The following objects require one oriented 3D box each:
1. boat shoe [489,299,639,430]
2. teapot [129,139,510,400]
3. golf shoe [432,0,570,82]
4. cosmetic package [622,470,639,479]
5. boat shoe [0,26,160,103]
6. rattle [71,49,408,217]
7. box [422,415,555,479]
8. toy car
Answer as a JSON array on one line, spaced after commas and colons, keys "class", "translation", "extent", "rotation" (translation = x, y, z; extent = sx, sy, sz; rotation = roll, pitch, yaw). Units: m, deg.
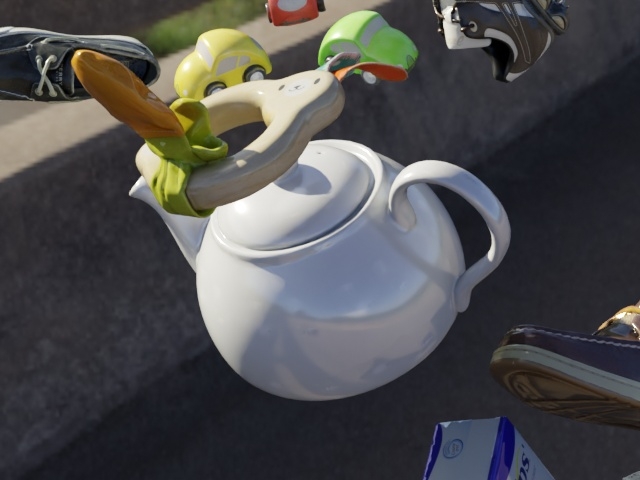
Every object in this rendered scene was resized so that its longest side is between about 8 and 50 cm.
[{"class": "boat shoe", "translation": [0.301, 0.109, 1.140], "extent": [0.342, 0.123, 0.123], "rotation": [15, -17, -27]}, {"class": "teapot", "translation": [0.000, 0.000, 1.050], "extent": [0.256, 0.187, 0.252], "rotation": [-27, 37, -7]}, {"class": "golf shoe", "translation": [0.126, -0.215, 1.049], "extent": [0.094, 0.198, 0.077], "rotation": [-55, 21, -5]}, {"class": "cosmetic package", "translation": [0.338, 0.251, 1.133], "extent": [0.041, 0.060, 0.115], "rotation": [-12, 6, -33]}, {"class": "boat shoe", "translation": [-0.279, -0.184, 1.294], "extent": [0.219, 0.078, 0.070], "rotation": [-7, 21, -19]}, {"class": "rattle", "translation": [-0.051, -0.118, 0.841], "extent": [0.199, 0.143, 0.130], "rotation": [-32, 17, -5]}, {"class": "box", "translation": [0.147, 0.242, 1.056], "extent": [0.072, 0.137, 0.126], "rotation": [-13, 42, 35]}, {"class": "toy car", "translation": [-0.008, -0.208, 1.212], "extent": [0.225, 0.053, 0.239], "rotation": [16, 51, 30]}]
